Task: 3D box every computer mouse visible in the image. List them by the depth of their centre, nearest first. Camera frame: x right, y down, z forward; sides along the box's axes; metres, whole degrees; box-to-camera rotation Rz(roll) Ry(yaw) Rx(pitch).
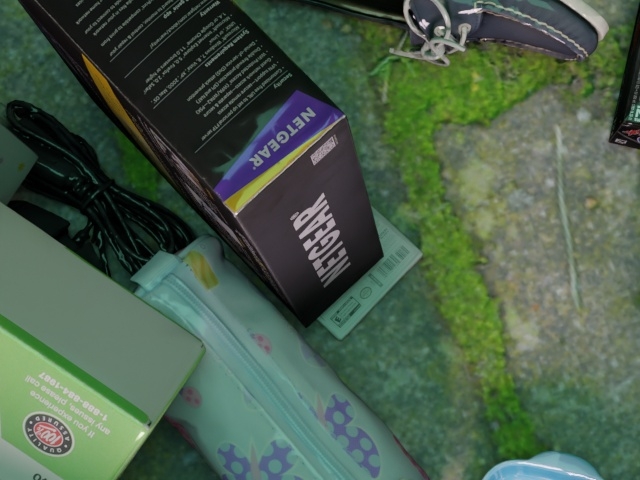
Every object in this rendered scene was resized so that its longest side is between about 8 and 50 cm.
[{"bbox_3d":[-0.235,0.044,0.989,0.188,0.072,0.272,40,83,7],"label":"computer mouse"}]

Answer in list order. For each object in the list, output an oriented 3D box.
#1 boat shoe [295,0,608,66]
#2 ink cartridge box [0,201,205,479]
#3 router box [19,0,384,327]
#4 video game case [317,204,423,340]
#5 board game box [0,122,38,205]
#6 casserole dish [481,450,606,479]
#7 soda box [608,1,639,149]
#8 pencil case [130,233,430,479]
[{"bbox_3d":[0.074,-0.170,1.008,0.255,0.095,0.079,23,79,7],"label":"boat shoe"},{"bbox_3d":[-0.230,0.127,0.876,0.198,0.115,0.273,34,116,-2],"label":"ink cartridge box"},{"bbox_3d":[-0.078,-0.084,0.878,0.081,0.309,0.243,-42,76,-5],"label":"router box"},{"bbox_3d":[0.000,0.000,1.021,0.122,0.011,0.087,43,84,8],"label":"video game case"},{"bbox_3d":[-0.346,-0.114,0.877,0.224,0.303,0.097,26,80,26],"label":"board game box"},{"bbox_3d":[0.145,0.236,0.961,0.114,0.037,0.188,14,80,4],"label":"casserole dish"},{"bbox_3d":[0.253,-0.149,1.016,0.053,0.060,0.168,13,80,3],"label":"soda box"},{"bbox_3d":[-0.026,0.124,0.933,0.113,0.124,0.273,-43,85,-2],"label":"pencil case"}]
